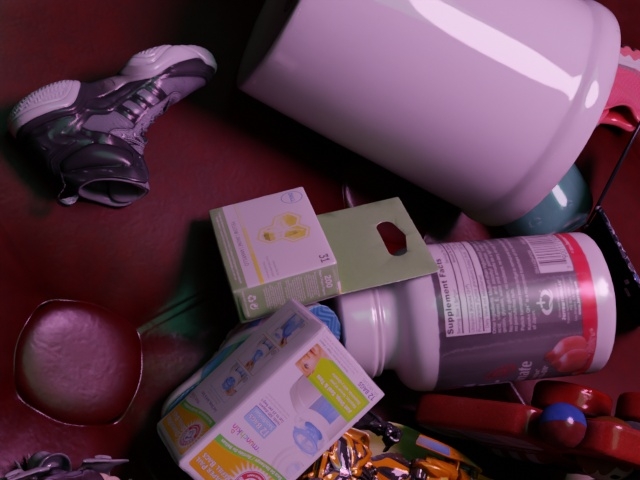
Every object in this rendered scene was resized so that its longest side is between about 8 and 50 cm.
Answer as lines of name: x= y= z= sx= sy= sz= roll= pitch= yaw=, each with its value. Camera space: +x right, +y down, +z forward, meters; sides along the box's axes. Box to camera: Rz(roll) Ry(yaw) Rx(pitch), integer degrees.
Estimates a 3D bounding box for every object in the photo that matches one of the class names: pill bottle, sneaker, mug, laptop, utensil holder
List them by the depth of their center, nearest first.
sneaker: x=-0.086 y=0.147 z=1.232 sx=0.229 sy=0.092 sz=0.087 roll=-35 pitch=115 yaw=-17
sneaker: x=-0.219 y=-0.128 z=1.279 sx=0.269 sy=0.101 sz=0.153 roll=-25 pitch=82 yaw=-30
pill bottle: x=0.175 y=0.089 z=1.309 sx=0.319 sy=0.176 sz=0.176 roll=-5 pitch=68 yaw=-7
utensil holder: x=0.127 y=-0.241 z=1.395 sx=0.386 sy=0.327 sz=0.327 roll=25 pitch=57 yaw=-15
laptop: x=0.451 y=-0.027 z=1.511 sx=0.137 sy=0.234 sz=0.264 roll=-27 pitch=80 yaw=7
mug: x=0.327 y=-0.053 z=1.530 sx=0.158 sy=0.129 sz=0.097 roll=-27 pitch=84 yaw=-26
sneaker: x=0.393 y=-0.243 z=1.670 sx=0.314 sy=0.116 sz=0.136 roll=6 pitch=66 yaw=-28

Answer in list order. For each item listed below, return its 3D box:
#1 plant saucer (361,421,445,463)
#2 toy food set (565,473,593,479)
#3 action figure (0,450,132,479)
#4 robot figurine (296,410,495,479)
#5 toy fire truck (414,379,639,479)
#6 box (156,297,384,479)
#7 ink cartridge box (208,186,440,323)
plant saucer: x=0.077 y=0.333 z=1.264 sx=0.241 sy=0.037 sz=0.240 roll=12 pitch=63 yaw=-24
toy food set: x=0.384 y=0.386 z=1.414 sx=0.132 sy=0.038 sz=0.192 roll=1 pitch=67 yaw=-29
action figure: x=-0.215 y=0.303 z=1.041 sx=0.185 sy=0.099 sz=0.285 roll=-12 pitch=45 yaw=-44
robot figurine: x=0.082 y=0.294 z=1.209 sx=0.291 sy=0.085 sz=0.211 roll=25 pitch=56 yaw=-17
toy fire truck: x=0.289 y=0.242 z=1.263 sx=0.254 sy=0.302 sz=0.169 roll=25 pitch=74 yaw=-38
box: x=-0.055 y=0.179 z=1.142 sx=0.203 sy=0.103 sz=0.114 roll=-42 pitch=115 yaw=-6
ink cartridge box: x=0.000 y=0.000 z=1.262 sx=0.235 sy=0.056 sz=0.171 roll=-16 pitch=36 yaw=-6
